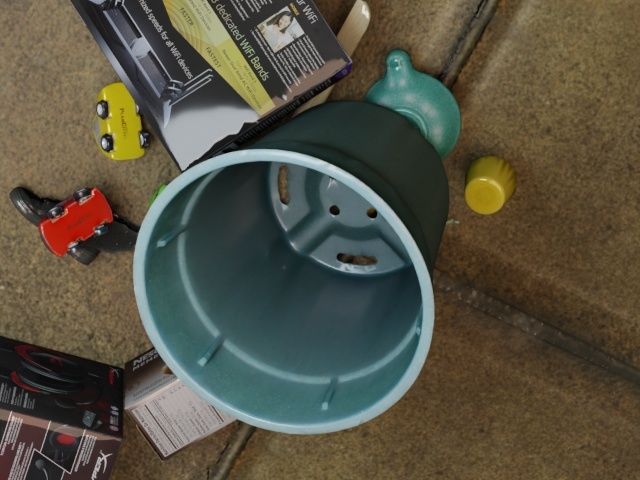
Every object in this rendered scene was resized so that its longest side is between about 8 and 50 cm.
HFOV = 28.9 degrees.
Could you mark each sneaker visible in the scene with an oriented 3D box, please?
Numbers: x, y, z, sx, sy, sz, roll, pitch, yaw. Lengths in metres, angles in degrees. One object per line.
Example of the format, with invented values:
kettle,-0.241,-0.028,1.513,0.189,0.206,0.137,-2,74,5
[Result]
sneaker,-0.314,-0.033,1.622,0.089,0.051,0.170,-43,114,7

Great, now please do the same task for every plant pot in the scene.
plant pot,0.000,0.000,1.481,0.341,0.334,0.341,6,114,14

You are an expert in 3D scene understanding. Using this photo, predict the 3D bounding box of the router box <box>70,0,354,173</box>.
router box,-0.142,-0.269,1.490,0.243,0.081,0.308,-32,89,4

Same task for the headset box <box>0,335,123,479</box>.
headset box,-0.409,0.217,1.605,0.293,0.218,0.110,17,105,-13

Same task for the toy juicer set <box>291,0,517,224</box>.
toy juicer set,0.087,-0.136,1.635,0.209,0.089,0.329,-35,100,27

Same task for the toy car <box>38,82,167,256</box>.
toy car,-0.236,-0.057,1.600,0.225,0.053,0.239,31,73,-33

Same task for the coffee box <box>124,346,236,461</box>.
coffee box,-0.134,0.170,1.670,0.247,0.141,0.098,-30,111,4
